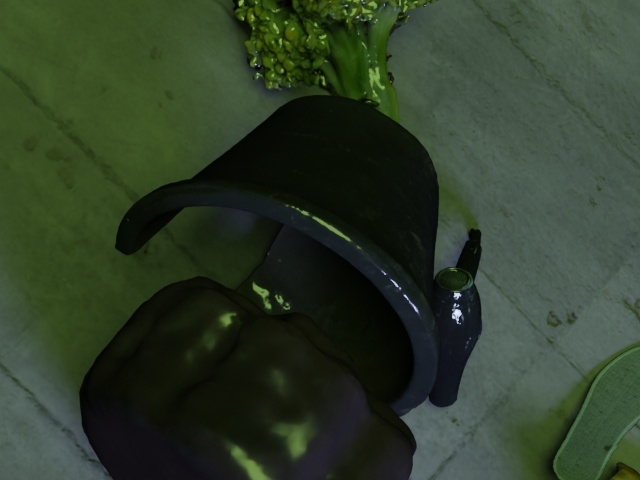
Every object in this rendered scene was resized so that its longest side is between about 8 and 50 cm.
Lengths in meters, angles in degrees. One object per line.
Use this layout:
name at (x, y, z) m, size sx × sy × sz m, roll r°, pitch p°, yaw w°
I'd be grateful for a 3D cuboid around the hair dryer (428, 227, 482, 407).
hair dryer at (0.169, 0.067, 1.701) m, size 0.075 × 0.195 × 0.219 m, roll 11°, pitch 43°, yaw 11°

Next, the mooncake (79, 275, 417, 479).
mooncake at (-0.080, 0.212, 1.469) m, size 0.351 × 0.381 × 0.212 m, roll 41°, pitch 63°, yaw -5°

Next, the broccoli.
broccoli at (0.036, -0.265, 1.699) m, size 0.243 × 0.180 × 0.273 m, roll -22°, pitch 84°, yaw -17°

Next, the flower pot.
flower pot at (0.000, 0.000, 1.570) m, size 0.379 × 0.379 × 0.251 m, roll 33°, pitch 53°, yaw -4°

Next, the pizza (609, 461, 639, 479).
pizza at (0.363, 0.406, 1.618) m, size 0.223 × 0.089 × 0.323 m, roll -5°, pitch 48°, yaw -28°

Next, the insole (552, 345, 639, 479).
insole at (0.354, 0.210, 1.731) m, size 0.080 × 0.003 × 0.232 m, roll 32°, pitch 60°, yaw 18°
